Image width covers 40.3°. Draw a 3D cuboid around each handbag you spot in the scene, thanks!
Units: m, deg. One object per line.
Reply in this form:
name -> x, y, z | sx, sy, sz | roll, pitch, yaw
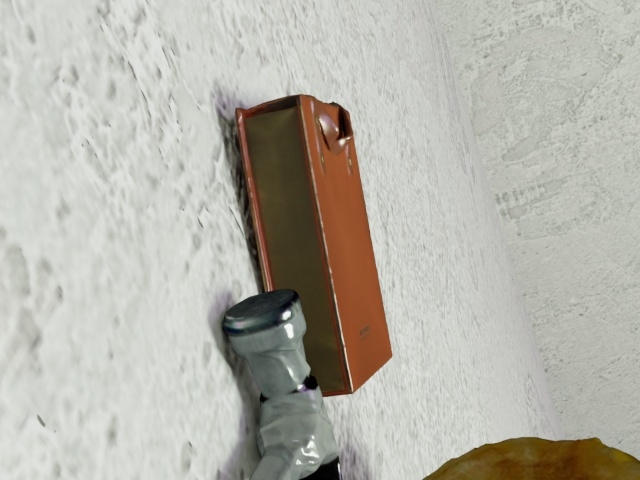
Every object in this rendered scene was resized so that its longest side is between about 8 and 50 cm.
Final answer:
handbag -> 0.000, 0.000, 0.586 | 0.127, 0.063, 0.190 | -9, 88, -73

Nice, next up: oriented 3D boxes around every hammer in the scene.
hammer -> -0.058, 0.151, 0.311 | 0.427, 0.044, 0.152 | -46, 122, -70

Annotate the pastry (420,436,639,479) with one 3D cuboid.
pastry -> 0.133, 0.235, 0.534 | 0.120, 0.236, 0.257 | 58, 24, -27
